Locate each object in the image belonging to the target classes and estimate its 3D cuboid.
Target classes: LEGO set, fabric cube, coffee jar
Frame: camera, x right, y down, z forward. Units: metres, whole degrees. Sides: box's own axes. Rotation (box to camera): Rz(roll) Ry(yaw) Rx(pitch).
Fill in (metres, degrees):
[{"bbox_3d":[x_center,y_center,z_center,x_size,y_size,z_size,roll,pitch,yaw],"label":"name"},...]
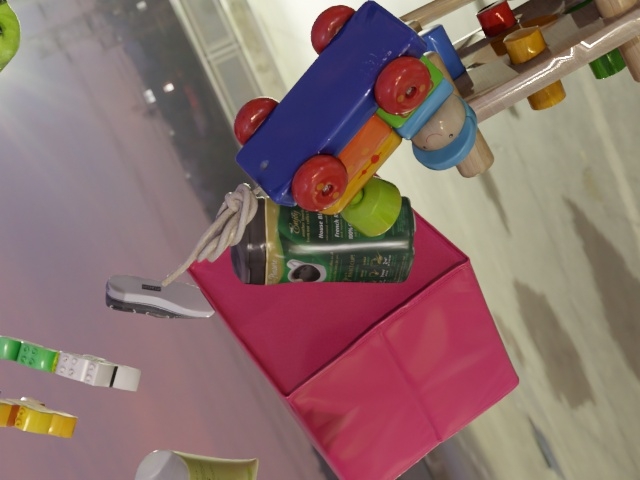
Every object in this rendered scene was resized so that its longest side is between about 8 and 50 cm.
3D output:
[{"bbox_3d":[-0.281,0.120,0.969,0.093,0.227,0.087,22,-99,-64],"label":"LEGO set"},{"bbox_3d":[0.044,0.100,1.340,0.254,0.259,0.258,48,172,44],"label":"fabric cube"},{"bbox_3d":[0.000,0.000,1.135,0.096,0.184,0.079,99,169,-64],"label":"coffee jar"}]

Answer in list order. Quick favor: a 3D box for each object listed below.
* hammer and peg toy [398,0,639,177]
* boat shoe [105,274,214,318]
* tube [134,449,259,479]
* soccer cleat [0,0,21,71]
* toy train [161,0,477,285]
[{"bbox_3d":[0.190,-0.203,1.169,0.127,0.266,0.361,58,-171,-18],"label":"hammer and peg toy"},{"bbox_3d":[-0.205,0.078,1.432,0.049,0.142,0.040,-89,15,-51],"label":"boat shoe"},{"bbox_3d":[-0.115,0.264,1.187,0.062,0.070,0.240,47,-179,25],"label":"tube"},{"bbox_3d":[-0.272,-0.140,0.675,0.072,0.179,0.060,-44,33,51],"label":"soccer cleat"},{"bbox_3d":[0.004,-0.041,0.832,0.143,0.248,0.105,32,-169,-48],"label":"toy train"}]
